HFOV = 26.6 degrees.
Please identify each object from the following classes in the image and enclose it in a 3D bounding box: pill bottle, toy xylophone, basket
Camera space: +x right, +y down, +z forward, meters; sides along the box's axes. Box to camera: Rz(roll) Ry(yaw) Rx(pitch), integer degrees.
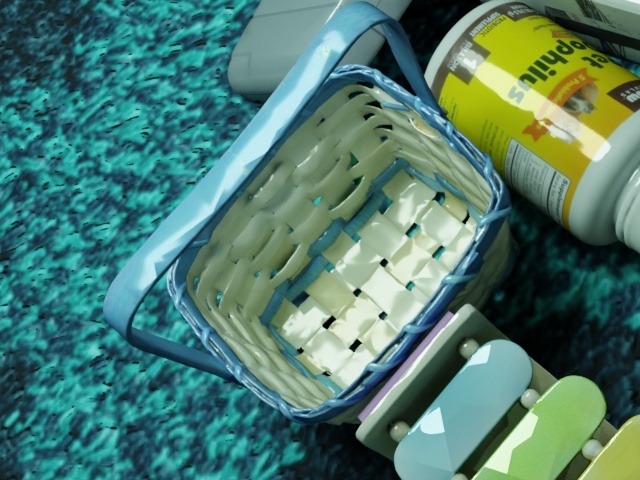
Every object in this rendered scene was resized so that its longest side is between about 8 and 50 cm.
[{"bbox_3d":[0.182,-0.076,0.969,0.215,0.117,0.117,40,91,31],"label":"pill bottle"},{"bbox_3d":[0.159,0.205,0.863,0.323,0.081,0.236,32,89,14],"label":"toy xylophone"},{"bbox_3d":[0.000,0.000,0.923,0.201,0.289,0.255,41,88,26],"label":"basket"}]

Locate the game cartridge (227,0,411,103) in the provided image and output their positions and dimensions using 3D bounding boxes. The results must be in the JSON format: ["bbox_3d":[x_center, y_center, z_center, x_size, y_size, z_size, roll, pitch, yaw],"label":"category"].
[{"bbox_3d":[0.038,-0.244,1.078,0.297,0.062,0.198,-62,19,-7],"label":"game cartridge"}]

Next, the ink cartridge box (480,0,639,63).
[{"bbox_3d":[0.264,-0.235,0.992,0.273,0.114,0.197,24,83,30],"label":"ink cartridge box"}]
